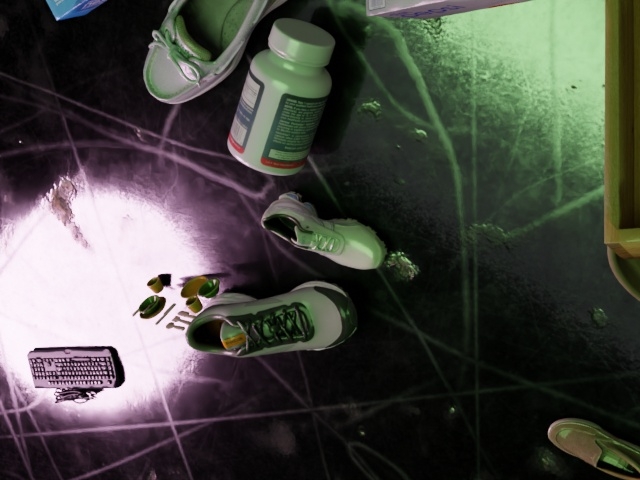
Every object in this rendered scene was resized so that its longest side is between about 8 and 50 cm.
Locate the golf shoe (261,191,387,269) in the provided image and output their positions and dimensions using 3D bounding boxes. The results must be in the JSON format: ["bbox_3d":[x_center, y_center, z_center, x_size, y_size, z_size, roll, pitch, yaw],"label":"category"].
[{"bbox_3d":[0.000,0.000,1.389,0.176,0.086,0.069,23,117,18],"label":"golf shoe"}]

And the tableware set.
[{"bbox_3d":[-0.216,0.081,1.538,0.154,0.104,0.024,9,139,50],"label":"tableware set"}]

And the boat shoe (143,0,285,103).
[{"bbox_3d":[-0.138,-0.288,1.341,0.320,0.103,0.118,-36,90,34],"label":"boat shoe"}]

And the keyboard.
[{"bbox_3d":[-0.419,0.232,1.740,0.192,0.038,0.100,-5,107,31],"label":"keyboard"}]

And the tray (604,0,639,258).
[{"bbox_3d":[0.381,-0.193,0.989,0.203,0.076,0.411,-4,73,30],"label":"tray"}]

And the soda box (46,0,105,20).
[{"bbox_3d":[-0.288,-0.379,1.410,0.210,0.067,0.071,-22,97,34],"label":"soda box"}]

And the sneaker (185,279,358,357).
[{"bbox_3d":[-0.070,0.124,1.464,0.271,0.108,0.100,-9,103,30],"label":"sneaker"}]

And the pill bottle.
[{"bbox_3d":[-0.046,-0.185,1.328,0.108,0.108,0.180,30,121,16],"label":"pill bottle"}]

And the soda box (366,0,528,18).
[{"bbox_3d":[0.169,-0.296,1.097,0.286,0.098,0.091,5,99,55],"label":"soda box"}]

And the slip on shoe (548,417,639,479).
[{"bbox_3d":[0.354,0.270,1.325,0.135,0.041,0.051,23,119,19],"label":"slip on shoe"}]

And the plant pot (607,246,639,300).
[{"bbox_3d":[0.433,-0.018,1.104,0.237,0.110,0.237,15,143,11],"label":"plant pot"}]
